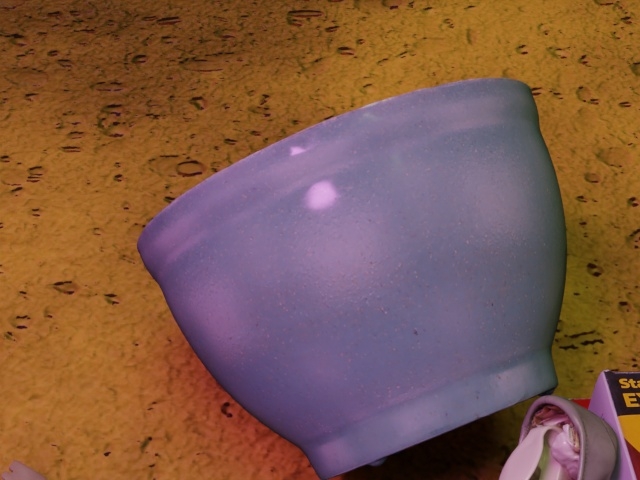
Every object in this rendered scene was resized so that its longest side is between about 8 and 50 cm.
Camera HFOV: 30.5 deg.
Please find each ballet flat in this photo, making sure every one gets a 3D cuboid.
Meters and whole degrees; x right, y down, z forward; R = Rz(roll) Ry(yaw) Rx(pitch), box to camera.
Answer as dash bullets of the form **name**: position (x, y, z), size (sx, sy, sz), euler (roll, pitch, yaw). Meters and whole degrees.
- **ballet flat**: position (0.121, 0.191, 0.695), size (0.068, 0.072, 0.213), euler (37, 59, -29)

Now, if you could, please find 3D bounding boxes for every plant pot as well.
- **plant pot**: position (0.045, 0.044, 0.803), size (0.293, 0.293, 0.196), euler (-17, 79, -21)

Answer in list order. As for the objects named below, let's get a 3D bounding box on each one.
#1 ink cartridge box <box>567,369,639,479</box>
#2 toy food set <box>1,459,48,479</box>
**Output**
- **ink cartridge box**: position (0.336, 0.173, 0.777), size (0.309, 0.130, 0.272), euler (-1, 44, -5)
- **toy food set**: position (-0.208, 0.239, 0.734), size (0.132, 0.038, 0.192), euler (28, 43, 13)
